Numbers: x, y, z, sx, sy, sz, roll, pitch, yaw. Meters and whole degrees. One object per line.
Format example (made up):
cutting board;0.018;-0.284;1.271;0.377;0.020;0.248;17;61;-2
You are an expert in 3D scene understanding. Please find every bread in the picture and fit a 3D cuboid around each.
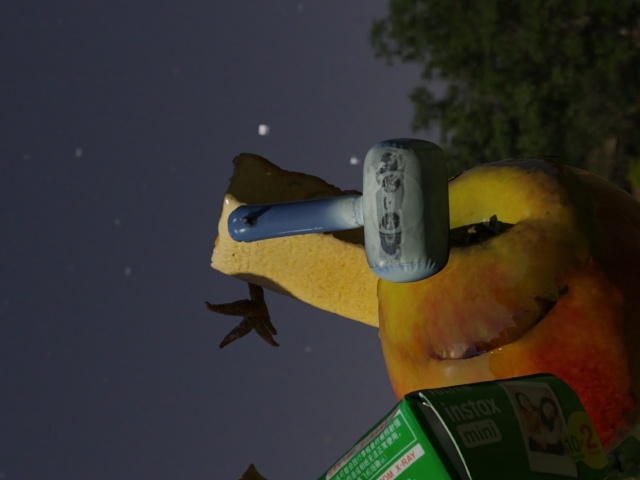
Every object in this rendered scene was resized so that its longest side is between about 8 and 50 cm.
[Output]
bread;0.000;0.000;1.681;0.185;0.274;0.114;105;-177;-55

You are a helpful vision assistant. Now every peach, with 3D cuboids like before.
peach;0.236;0.091;1.397;0.370;0.370;0.370;5;-90;-75

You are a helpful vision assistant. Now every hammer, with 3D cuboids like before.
hammer;0.011;-0.018;1.033;0.069;0.194;0.116;20;-114;-67

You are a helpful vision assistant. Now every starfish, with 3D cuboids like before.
starfish;-0.100;0.090;1.783;0.133;0.041;0.130;3;-85;-42

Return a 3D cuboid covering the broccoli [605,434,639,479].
broccoli;0.345;0.341;1.797;0.269;0.269;0.254;-39;-63;-69

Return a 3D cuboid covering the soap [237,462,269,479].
soap;-0.133;0.450;1.819;0.233;0.076;0.135;-46;-34;-41

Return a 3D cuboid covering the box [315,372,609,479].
box;0.080;0.205;0.958;0.180;0.103;0.250;-1;-38;-44
